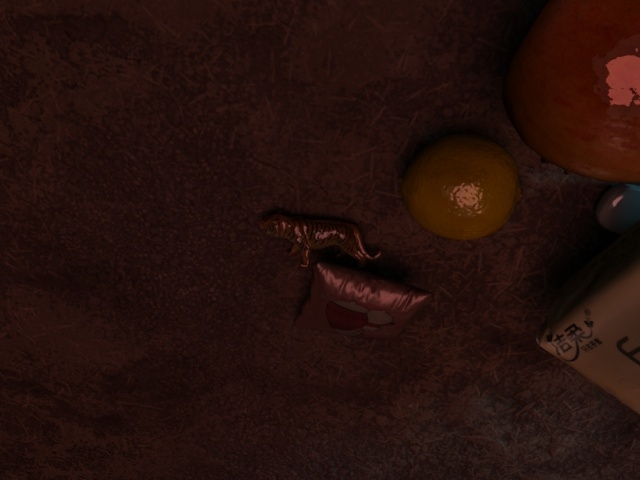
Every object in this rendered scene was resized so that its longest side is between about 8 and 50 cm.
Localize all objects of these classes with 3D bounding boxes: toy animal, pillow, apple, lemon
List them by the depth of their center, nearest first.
[{"bbox_3d":[0.403,-0.228,0.718,0.275,0.299,0.299,34,120,13],"label":"apple"},{"bbox_3d":[0.230,-0.090,0.890,0.203,0.178,0.178,10,121,14],"label":"lemon"},{"bbox_3d":[0.000,0.000,1.030,0.241,0.056,0.099,5,120,3],"label":"toy animal"},{"bbox_3d":[0.075,0.131,1.063,0.236,0.084,0.223,11,141,-4],"label":"pillow"}]

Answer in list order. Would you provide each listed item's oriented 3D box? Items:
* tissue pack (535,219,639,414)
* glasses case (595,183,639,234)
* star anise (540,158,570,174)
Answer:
[{"bbox_3d":[0.615,0.116,0.851,0.332,0.205,0.404,37,139,9],"label":"tissue pack"},{"bbox_3d":[0.610,-0.037,0.953,0.234,0.059,0.092,14,119,-3],"label":"glasses case"},{"bbox_3d":[0.432,-0.171,0.901,0.141,0.042,0.141,3,122,5],"label":"star anise"}]
